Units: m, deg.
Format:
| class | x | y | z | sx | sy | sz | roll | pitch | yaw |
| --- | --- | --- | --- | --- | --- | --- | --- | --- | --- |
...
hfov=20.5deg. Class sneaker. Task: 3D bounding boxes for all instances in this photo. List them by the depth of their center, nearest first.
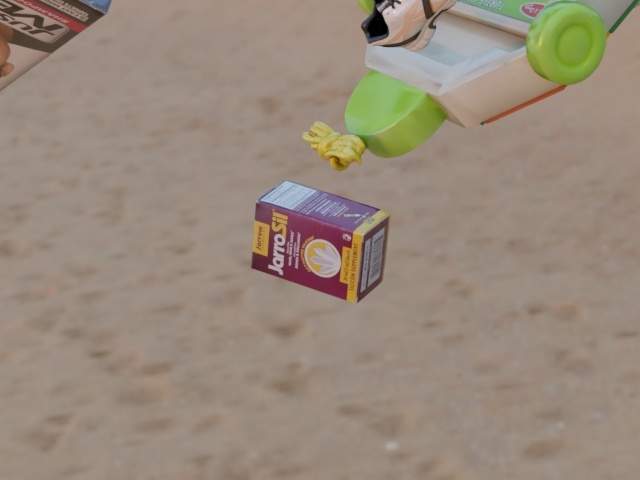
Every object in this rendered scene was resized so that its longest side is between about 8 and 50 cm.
| class | x | y | z | sx | sy | sz | roll | pitch | yaw |
| --- | --- | --- | --- | --- | --- | --- | --- | --- | --- |
| sneaker | 0.061 | -0.159 | 1.138 | 0.044 | 0.040 | 0.109 | -6 | -34 | -27 |

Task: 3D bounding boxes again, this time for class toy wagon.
| class | x | y | z | sx | sy | sz | roll | pitch | yaw |
| --- | --- | --- | --- | --- | --- | --- | --- | --- | --- |
| toy wagon | 0.124 | -0.176 | 1.285 | 0.344 | 0.068 | 0.267 | -50 | 32 | -5 |

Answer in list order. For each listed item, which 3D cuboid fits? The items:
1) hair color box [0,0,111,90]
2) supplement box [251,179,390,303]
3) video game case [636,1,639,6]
| class | x | y | z | sx | sy | sz | roll | pitch | yaw |
| --- | --- | --- | --- | --- | --- | --- | --- | --- | --- |
| hair color box | -0.356 | -0.277 | 1.886 | 0.185 | 0.113 | 0.374 | 25 | -19 | -22 |
| supplement box | 0.000 | 0.000 | 1.193 | 0.083 | 0.055 | 0.043 | 17 | 30 | 24 |
| video game case | 0.244 | -0.220 | 1.545 | 0.193 | 0.023 | 0.212 | -14 | -6 | -34 |
